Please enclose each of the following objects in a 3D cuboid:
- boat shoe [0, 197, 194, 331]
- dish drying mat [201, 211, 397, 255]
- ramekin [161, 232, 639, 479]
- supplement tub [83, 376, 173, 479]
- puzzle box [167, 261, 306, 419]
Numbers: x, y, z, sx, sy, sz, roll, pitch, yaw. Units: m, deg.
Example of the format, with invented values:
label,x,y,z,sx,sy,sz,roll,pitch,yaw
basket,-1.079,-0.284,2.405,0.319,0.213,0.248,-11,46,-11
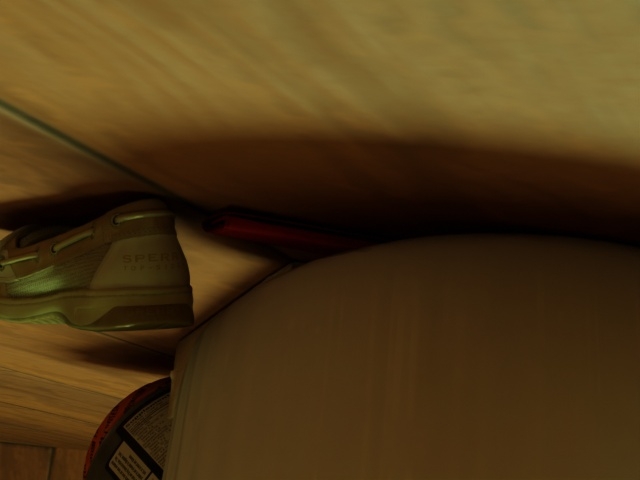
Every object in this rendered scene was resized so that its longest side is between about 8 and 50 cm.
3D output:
label,x,y,z,sx,sy,sz,roll,pitch,yaw
boat shoe,-0.092,0.008,0.716,0.056,0.048,0.153,-2,-178,-25
dish drying mat,0.000,0.000,0.680,0.083,0.008,0.032,9,171,-20
ramekin,0.067,0.109,0.695,0.277,0.135,0.277,3,151,2
supplement tub,-0.045,0.204,1.231,0.194,0.193,0.316,11,-172,-24
puzzle box,0.075,0.079,0.969,0.272,0.052,0.409,9,171,-9
